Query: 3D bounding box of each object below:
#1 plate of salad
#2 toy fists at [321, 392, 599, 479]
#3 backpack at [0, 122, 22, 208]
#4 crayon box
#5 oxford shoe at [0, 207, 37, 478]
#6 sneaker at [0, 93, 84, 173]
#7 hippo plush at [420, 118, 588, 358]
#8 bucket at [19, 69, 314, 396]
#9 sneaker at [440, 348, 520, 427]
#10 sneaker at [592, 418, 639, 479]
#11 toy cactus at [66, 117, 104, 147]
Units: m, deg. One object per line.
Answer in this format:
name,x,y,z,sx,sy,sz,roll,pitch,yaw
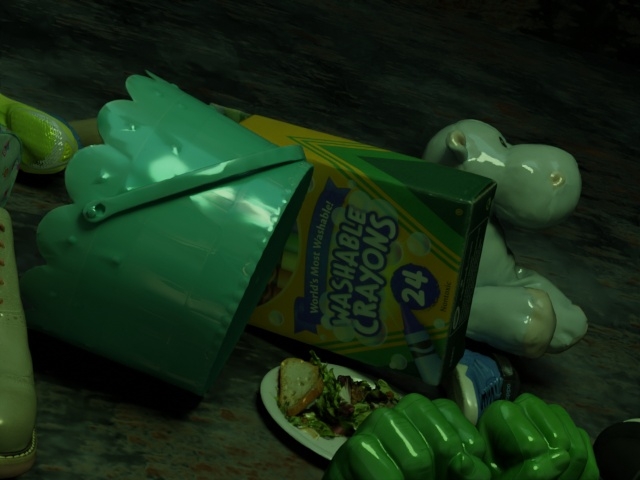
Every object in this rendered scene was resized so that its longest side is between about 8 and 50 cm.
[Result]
plate of salad,0.040,0.162,1.360,0.200,0.048,0.200,18,20,-7
toy fists,0.121,0.203,1.201,0.279,0.142,0.096,5,26,-35
backpack,-0.390,-0.081,1.455,0.115,0.152,0.182,31,10,11
crayon box,0.000,0.000,1.455,0.323,0.203,0.083,17,25,20
oxford shoe,-0.312,0.045,1.173,0.141,0.146,0.397,8,24,-32
sneaker,-0.384,-0.134,1.680,0.240,0.091,0.126,26,3,16
hippo plush,0.175,-0.015,1.607,0.294,0.236,0.234,13,5,12
bucket,-0.136,-0.002,1.314,0.183,0.281,0.281,25,20,2
sneaker,0.173,0.157,1.485,0.085,0.058,0.152,9,15,-7
sneaker,0.348,0.265,1.325,0.124,0.107,0.283,-8,34,-42
toy cactus,-0.233,-0.118,1.770,0.181,0.112,0.219,3,22,6
